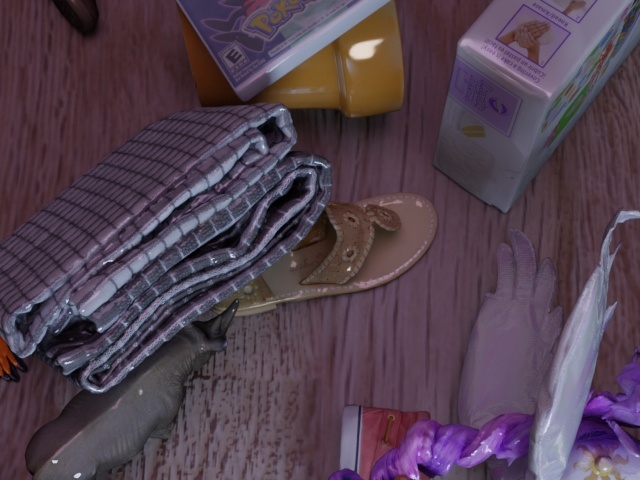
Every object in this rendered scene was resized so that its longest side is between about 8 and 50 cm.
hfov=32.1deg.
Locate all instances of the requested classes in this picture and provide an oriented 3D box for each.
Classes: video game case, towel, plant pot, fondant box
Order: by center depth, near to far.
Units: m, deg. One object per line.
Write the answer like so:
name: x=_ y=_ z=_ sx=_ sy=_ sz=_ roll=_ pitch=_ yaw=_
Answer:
video game case: x=-0.027 y=-0.240 z=0.948 sx=0.201 sy=0.023 sz=0.183 roll=-35 pitch=62 yaw=4
towel: x=-0.148 y=0.004 z=0.949 sx=0.284 sy=0.235 sz=0.121 roll=-42 pitch=112 yaw=-15
fondant box: x=0.243 y=-0.211 z=1.026 sx=0.096 sy=0.238 sz=0.330 roll=35 pitch=73 yaw=13
plant pot: x=-0.034 y=-0.206 z=1.048 sx=0.188 sy=0.205 sz=0.205 roll=-11 pitch=69 yaw=-1

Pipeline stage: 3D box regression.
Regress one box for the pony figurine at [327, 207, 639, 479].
pony figurine: x=0.194 y=0.177 z=0.846 sx=0.363 sy=0.303 sz=0.351 roll=25 pitch=81 yaw=0

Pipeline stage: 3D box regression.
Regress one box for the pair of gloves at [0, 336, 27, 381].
pair of gloves: x=-0.279 y=0.088 z=1.040 sx=0.083 sy=0.010 sz=0.074 roll=-31 pitch=71 yaw=-11

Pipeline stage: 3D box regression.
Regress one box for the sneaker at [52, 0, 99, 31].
sneaker: x=-0.269 y=-0.305 z=1.163 sx=0.071 sy=0.066 sz=0.188 roll=-31 pitch=72 yaw=-14

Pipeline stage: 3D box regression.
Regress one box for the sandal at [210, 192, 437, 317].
sandal: x=0.002 y=0.006 z=1.031 sx=0.240 sy=0.079 sz=0.088 roll=-19 pitch=70 yaw=-7

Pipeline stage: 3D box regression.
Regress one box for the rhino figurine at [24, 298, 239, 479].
rhino figurine: x=-0.157 y=0.136 z=0.968 sx=0.243 sy=0.106 sz=0.073 roll=-43 pitch=75 yaw=-14

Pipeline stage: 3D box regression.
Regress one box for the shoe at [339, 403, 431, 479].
shoe: x=0.056 y=0.228 z=0.952 sx=0.081 sy=0.063 sz=0.178 roll=1 pitch=66 yaw=5
